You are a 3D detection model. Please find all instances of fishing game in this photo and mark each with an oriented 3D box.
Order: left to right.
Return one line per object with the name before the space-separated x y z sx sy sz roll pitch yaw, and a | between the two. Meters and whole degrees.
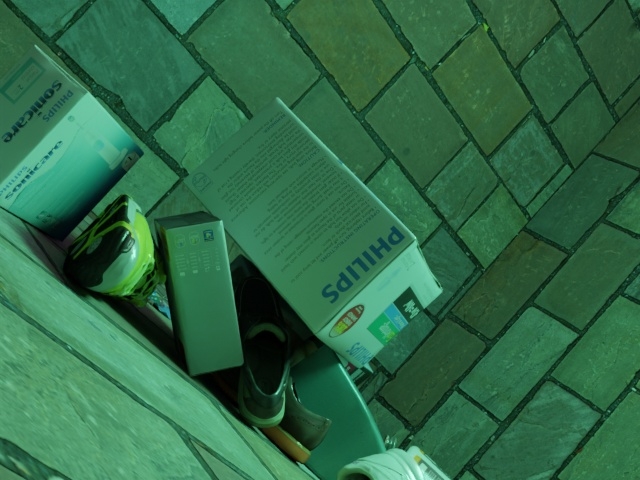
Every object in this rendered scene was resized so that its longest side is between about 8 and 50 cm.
fishing game | -0.381 0.101 2.031 0.189 0.041 0.264 43 -5 17

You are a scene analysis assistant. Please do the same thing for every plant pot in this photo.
plant pot | 0.018 0.336 1.684 0.234 0.165 0.165 54 -3 14

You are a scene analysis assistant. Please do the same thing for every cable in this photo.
cable | 0.119 0.510 2.149 0.072 0.139 0.287 32 -11 9

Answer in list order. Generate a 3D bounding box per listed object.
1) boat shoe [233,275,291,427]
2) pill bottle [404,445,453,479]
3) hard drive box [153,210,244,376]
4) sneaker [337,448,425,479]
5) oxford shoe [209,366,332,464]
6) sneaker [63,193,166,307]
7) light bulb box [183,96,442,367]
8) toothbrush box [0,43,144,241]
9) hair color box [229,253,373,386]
boat shoe | -0.094 0.167 1.530 0.103 0.092 0.285 9 48 -15
pill bottle | 0.262 0.616 2.102 0.278 0.162 0.162 42 -6 11
hard drive box | -0.197 0.078 1.481 0.181 0.089 0.232 -160 -120 -73
sneaker | 0.129 0.456 1.415 0.152 0.114 0.305 3 34 -36
oxford shoe | -0.097 0.257 1.582 0.271 0.098 0.097 41 -6 14
sneaker | -0.293 0.026 1.406 0.147 0.145 0.385 43 -4 -13
light bulb box | 0.000 0.000 1.634 0.361 0.225 0.358 47 -1 22
toothbrush box | -0.434 -0.143 1.476 0.126 0.216 0.295 41 -5 12
hair color box | -0.087 0.205 1.813 0.374 0.185 0.113 40 13 -38
